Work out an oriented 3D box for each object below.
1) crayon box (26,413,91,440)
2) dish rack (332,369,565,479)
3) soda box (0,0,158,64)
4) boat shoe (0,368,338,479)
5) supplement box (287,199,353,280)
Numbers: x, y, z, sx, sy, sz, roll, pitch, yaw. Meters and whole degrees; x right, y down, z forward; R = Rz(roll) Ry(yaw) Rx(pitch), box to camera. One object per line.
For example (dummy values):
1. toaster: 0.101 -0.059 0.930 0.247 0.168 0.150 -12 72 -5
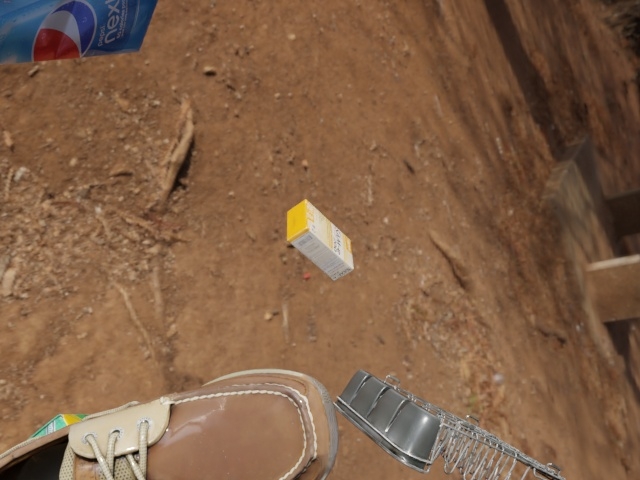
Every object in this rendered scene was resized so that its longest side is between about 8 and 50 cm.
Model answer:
1. crayon box: -0.322 0.405 1.069 0.278 0.081 0.165 53 3 21
2. dish rack: 0.169 0.258 0.898 0.271 0.208 0.074 29 86 -23
3. soda box: -0.211 -0.177 0.506 0.071 0.067 0.210 34 28 9
4. boat shoe: -0.136 0.180 0.522 0.116 0.324 0.123 12 57 -61
5. supplement box: 0.000 0.000 0.930 0.098 0.036 0.062 42 28 -32
